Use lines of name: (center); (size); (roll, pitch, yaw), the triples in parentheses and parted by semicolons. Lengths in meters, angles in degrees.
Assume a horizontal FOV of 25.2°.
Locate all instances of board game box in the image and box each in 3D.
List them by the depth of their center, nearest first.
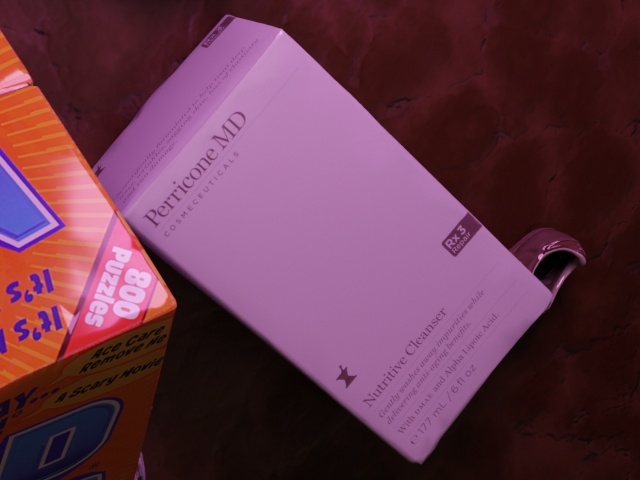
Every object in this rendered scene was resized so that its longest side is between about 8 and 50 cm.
board game box: (-0.353, 0.061, 0.936); (0.356, 0.356, 0.356); (-24, 67, -26)

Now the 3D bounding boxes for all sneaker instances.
sneaker: (0.190, 0.060, 1.451); (0.188, 0.071, 0.066); (-47, 117, -9)

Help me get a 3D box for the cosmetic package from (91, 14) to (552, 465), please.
cosmetic package: (0.000, 0.000, 1.301); (0.385, 0.156, 0.217); (40, 86, -28)

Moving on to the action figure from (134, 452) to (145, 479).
action figure: (-0.271, 0.193, 1.261); (0.285, 0.099, 0.185); (-30, 106, -20)
